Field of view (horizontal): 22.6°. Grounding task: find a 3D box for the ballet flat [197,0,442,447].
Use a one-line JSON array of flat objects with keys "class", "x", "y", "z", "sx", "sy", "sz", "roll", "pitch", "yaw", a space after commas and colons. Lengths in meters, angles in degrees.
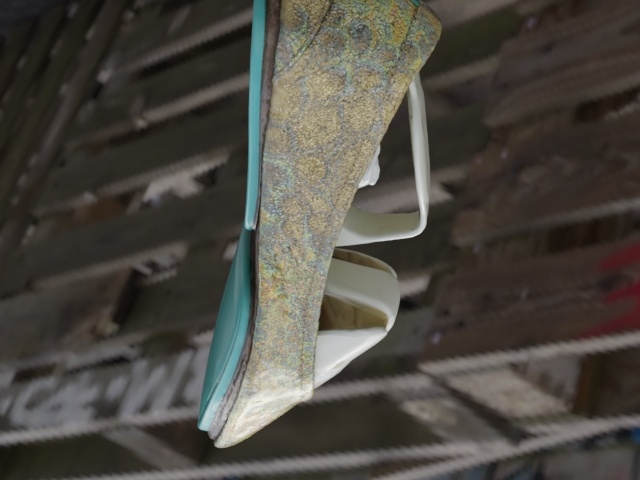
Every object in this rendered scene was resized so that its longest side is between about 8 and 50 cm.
[{"class": "ballet flat", "x": 0.000, "y": 0.000, "z": 0.920, "sx": 0.123, "sy": 0.123, "sz": 0.348, "roll": 19, "pitch": 130, "yaw": 10}]
